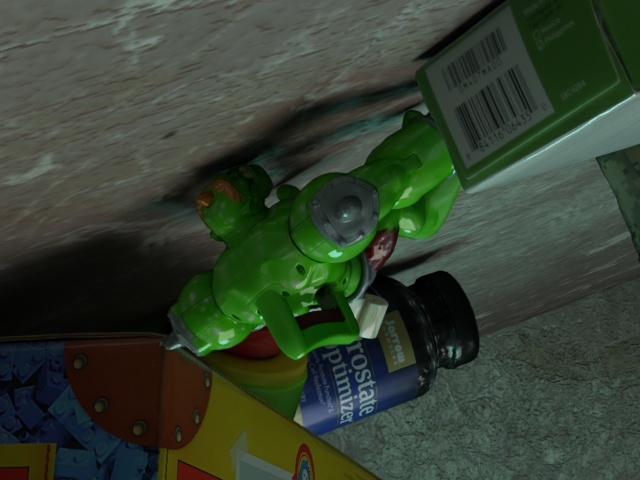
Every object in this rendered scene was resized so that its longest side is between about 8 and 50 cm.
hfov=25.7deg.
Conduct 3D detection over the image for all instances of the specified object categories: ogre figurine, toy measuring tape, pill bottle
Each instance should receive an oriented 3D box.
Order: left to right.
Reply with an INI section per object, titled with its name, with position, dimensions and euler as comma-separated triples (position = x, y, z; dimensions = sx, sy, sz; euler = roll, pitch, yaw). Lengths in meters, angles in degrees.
[toy measuring tape]
position = -0.027, 0.098, 1.103
dimensions = 0.121, 0.121, 0.330
euler = -28, 166, 39
[ogre figurine]
position = 0.000, 0.000, 0.676
dimensions = 0.197, 0.096, 0.118
euler = -14, -171, 37
[pill bottle]
position = 0.032, 0.105, 1.313
dimensions = 0.219, 0.122, 0.123
euler = -19, 171, -17

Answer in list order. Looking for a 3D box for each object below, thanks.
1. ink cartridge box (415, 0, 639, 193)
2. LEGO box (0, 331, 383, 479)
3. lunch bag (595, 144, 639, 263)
[ink cartridge box]
position = 0.157, -0.086, 0.618
dimensions = 0.209, 0.062, 0.109
euler = -16, 170, -36
[LEGO box]
position = -0.098, 0.301, 0.884
dimensions = 0.193, 0.372, 0.500
euler = -4, 161, 16
[lunch bag]
position = 0.381, -0.004, 1.030
dimensions = 0.213, 0.256, 0.305
euler = -27, 170, 34
